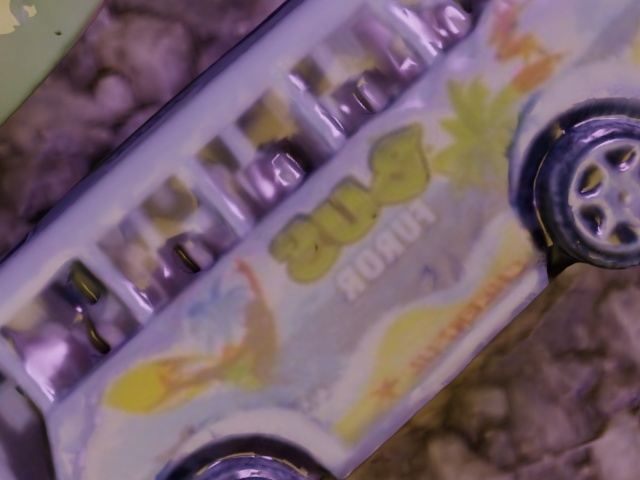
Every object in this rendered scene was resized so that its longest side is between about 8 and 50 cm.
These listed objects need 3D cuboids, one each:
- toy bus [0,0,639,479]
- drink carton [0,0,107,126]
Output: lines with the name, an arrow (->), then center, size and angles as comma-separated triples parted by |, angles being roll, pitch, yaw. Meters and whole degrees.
toy bus -> 0.000, 0.000, 0.532 | 0.330, 0.109, 0.136 | -42, 101, -6
drink carton -> -0.136, -0.103, 0.450 | 0.142, 0.144, 0.146 | 40, 88, -27
